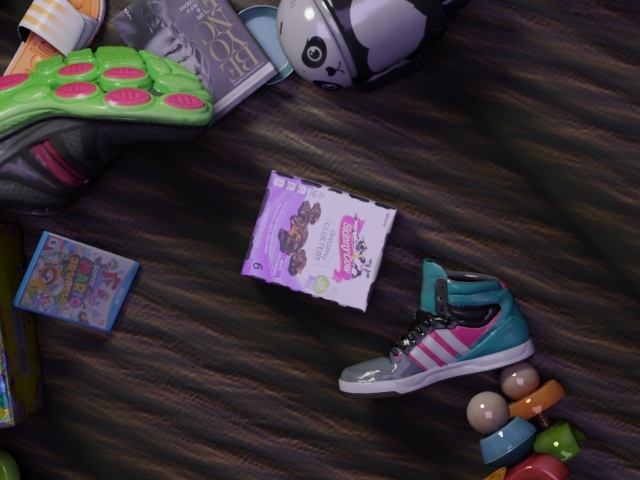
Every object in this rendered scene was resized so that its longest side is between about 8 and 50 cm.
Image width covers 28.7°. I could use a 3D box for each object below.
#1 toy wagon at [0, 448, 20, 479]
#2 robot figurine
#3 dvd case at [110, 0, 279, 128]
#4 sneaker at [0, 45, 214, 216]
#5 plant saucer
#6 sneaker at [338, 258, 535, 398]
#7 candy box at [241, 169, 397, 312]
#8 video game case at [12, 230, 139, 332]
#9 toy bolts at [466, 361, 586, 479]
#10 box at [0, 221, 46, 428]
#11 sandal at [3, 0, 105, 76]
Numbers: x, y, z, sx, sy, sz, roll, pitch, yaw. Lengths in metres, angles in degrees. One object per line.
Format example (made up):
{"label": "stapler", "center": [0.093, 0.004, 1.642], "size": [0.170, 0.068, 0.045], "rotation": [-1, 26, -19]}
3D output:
{"label": "toy wagon", "center": [-0.476, 0.456, 1.874], "size": [0.267, 0.068, 0.344], "rotation": [-2, 92, 28]}
{"label": "robot figurine", "center": [0.073, -0.329, 1.792], "size": [0.278, 0.173, 0.209], "rotation": [-28, 93, 0]}
{"label": "dvd case", "center": [-0.189, -0.289, 1.873], "size": [0.164, 0.018, 0.221], "rotation": [-36, 88, 13]}
{"label": "sneaker", "center": [-0.381, -0.149, 1.836], "size": [0.482, 0.185, 0.202], "rotation": [-9, 129, 10]}
{"label": "plant saucer", "center": [-0.086, -0.293, 1.882], "size": [0.119, 0.021, 0.119], "rotation": [0, 93, 2]}
{"label": "sneaker", "center": [0.155, 0.120, 1.837], "size": [0.295, 0.124, 0.178], "rotation": [-15, 97, -4]}
{"label": "candy box", "center": [0.000, 0.000, 1.868], "size": [0.196, 0.070, 0.165], "rotation": [17, 93, 2]}
{"label": "video game case", "center": [-0.362, 0.064, 1.864], "size": [0.166, 0.015, 0.119], "rotation": [21, 94, -40]}
{"label": "toy bolts", "center": [0.258, 0.285, 1.801], "size": [0.218, 0.228, 0.158], "rotation": [-34, 86, 14]}
{"label": "box", "center": [-0.581, 0.134, 1.850], "size": [0.279, 0.177, 0.290], "rotation": [-7, 93, 3]}
{"label": "sandal", "center": [-0.410, -0.288, 1.871], "size": [0.102, 0.076, 0.265], "rotation": [28, 94, 1]}
